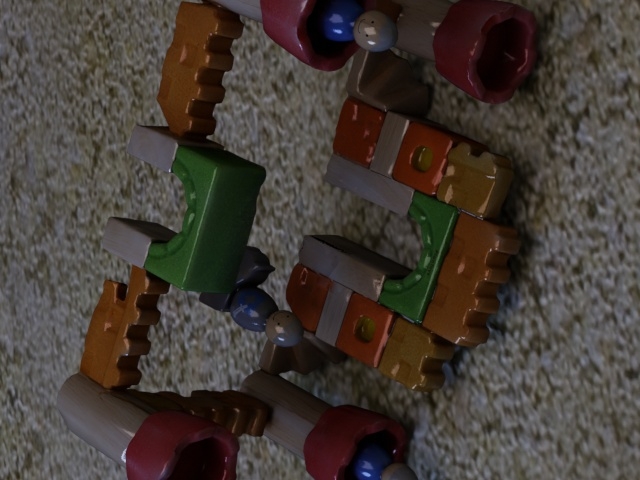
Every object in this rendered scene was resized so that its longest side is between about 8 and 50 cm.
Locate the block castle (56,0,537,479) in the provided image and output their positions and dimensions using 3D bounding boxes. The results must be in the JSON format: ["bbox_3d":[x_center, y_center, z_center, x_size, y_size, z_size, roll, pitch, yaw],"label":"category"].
[{"bbox_3d":[0.000,0.000,1.551,0.213,0.303,0.453,26,103,39],"label":"block castle"}]
